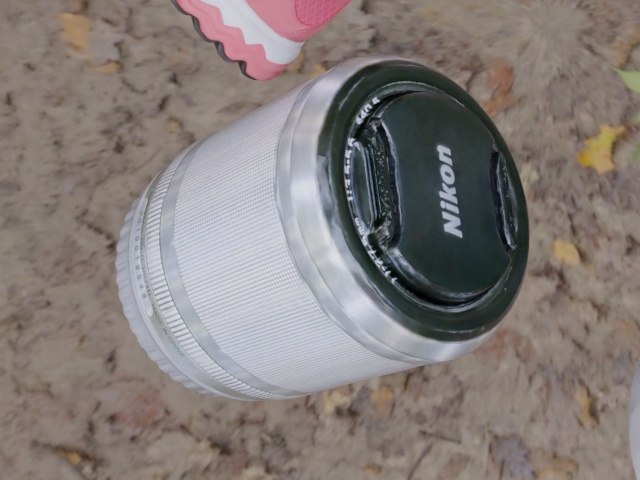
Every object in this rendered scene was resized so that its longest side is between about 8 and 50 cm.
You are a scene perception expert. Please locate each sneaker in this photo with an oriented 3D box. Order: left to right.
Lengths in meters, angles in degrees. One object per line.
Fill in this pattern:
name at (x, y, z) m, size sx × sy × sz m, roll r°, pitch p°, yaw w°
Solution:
sneaker at (-0.068, -0.223, 0.762) m, size 0.136 × 0.314 × 0.116 m, roll -33°, pitch 59°, yaw 16°

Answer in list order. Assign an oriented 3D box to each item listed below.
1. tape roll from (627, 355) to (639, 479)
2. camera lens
tape roll at (0.292, 0.085, 0.580) m, size 0.246 × 0.246 × 0.169 m, roll 37°, pitch 137°, yaw 2°
camera lens at (0.000, 0.000, 0.937) m, size 0.274 × 0.219 × 0.219 m, roll -21°, pitch 96°, yaw 47°
